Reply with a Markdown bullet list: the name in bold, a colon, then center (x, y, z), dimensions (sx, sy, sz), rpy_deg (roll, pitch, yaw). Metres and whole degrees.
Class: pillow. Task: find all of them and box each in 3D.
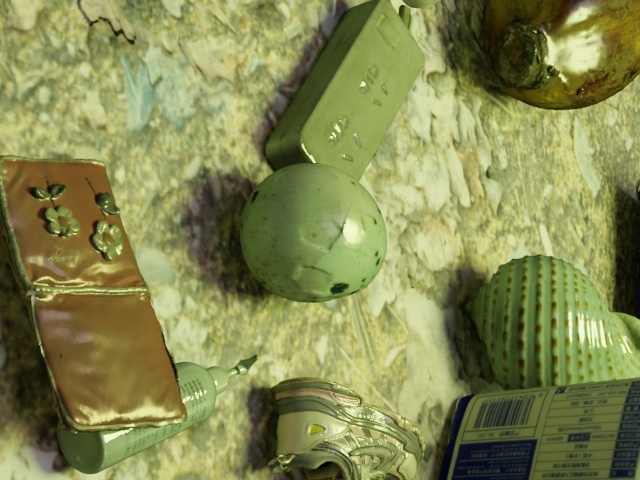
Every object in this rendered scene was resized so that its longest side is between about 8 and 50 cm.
- **pillow**: center (-0.182, 0.041, 1.090), dimensions (0.126, 0.043, 0.232), rpy_deg (-4, 67, -48)

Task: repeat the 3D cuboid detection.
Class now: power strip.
- **power strip**: center (0.038, -0.157, 1.417), dimensions (0.093, 0.053, 0.288), rpy_deg (52, 47, -28)

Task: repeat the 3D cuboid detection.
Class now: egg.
- **egg**: center (0.000, 0.000, 1.277), dimensions (0.164, 0.131, 0.131), rpy_deg (30, 59, -48)

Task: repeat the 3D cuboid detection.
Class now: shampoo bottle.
- **shampoo bottle**: center (-0.127, 0.134, 1.154), dimensions (0.195, 0.056, 0.056), rpy_deg (-19, 96, -50)

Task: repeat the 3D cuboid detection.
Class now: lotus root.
- **lotus root**: center (0.315, -0.268, 1.664), dimensions (0.397, 0.179, 0.196), rpy_deg (-34, 105, -48)

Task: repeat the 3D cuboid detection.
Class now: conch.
- **conch**: center (0.245, 0.106, 1.494), dimensions (0.131, 0.200, 0.172), rpy_deg (-4, 106, -50)

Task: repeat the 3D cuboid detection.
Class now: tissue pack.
- **tissue pack**: center (0.253, 0.253, 1.396), dimensions (0.137, 0.269, 0.209), rpy_deg (39, 53, -35)

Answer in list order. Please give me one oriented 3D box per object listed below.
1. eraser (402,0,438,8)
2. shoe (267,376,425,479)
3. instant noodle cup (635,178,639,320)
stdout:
- **eraser**: center (0.200, -0.426, 1.469), dimensions (0.150, 0.331, 0.331), rpy_deg (49, 48, -22)
- **shoe**: center (0.023, 0.197, 1.285), dimensions (0.180, 0.089, 0.092), rpy_deg (36, 54, -35)
- **instant noodle cup**: center (0.510, 0.095, 1.762), dimensions (0.284, 0.284, 0.312), rpy_deg (29, 67, -41)
